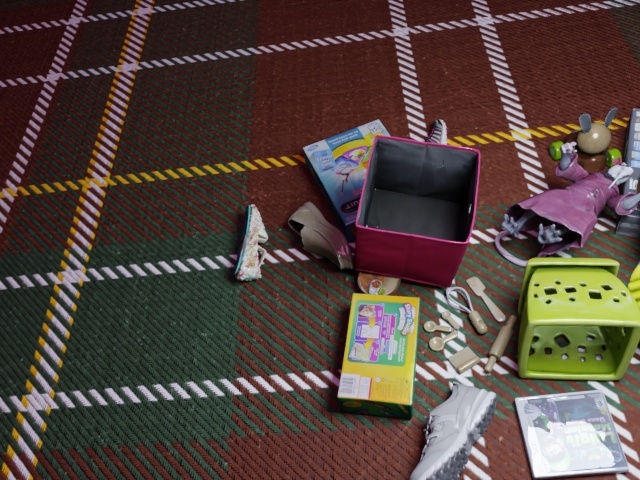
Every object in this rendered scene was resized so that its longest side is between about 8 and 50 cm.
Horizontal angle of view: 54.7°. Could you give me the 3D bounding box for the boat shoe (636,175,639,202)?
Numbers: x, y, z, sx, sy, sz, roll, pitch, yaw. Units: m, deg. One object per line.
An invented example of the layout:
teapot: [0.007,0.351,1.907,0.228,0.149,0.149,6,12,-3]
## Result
boat shoe: [0.853,-0.097,1.483,0.123,0.123,0.342,28,50,-6]

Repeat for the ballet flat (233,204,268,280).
ballet flat: [-0.186,0.011,1.707,0.077,0.091,0.241,16,56,-16]

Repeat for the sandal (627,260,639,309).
sandal: [0.753,0.165,1.324,0.138,0.318,0.126,-32,19,-38]

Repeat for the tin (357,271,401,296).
tin: [0.166,0.076,1.613,0.106,0.040,0.190,12,56,23]

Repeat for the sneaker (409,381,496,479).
sneaker: [0.261,0.417,1.308,0.115,0.105,0.281,20,47,36]

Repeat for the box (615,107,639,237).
box: [0.964,-0.165,1.622,0.318,0.097,0.395,11,57,20]

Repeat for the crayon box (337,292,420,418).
crayon box: [0.142,0.262,1.445,0.165,0.081,0.279,3,53,12]

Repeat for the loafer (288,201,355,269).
loafer: [0.000,0.000,1.665,0.092,0.102,0.268,-30,45,-12]

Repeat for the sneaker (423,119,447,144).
sneaker: [0.337,-0.297,1.850,0.074,0.063,0.171,1,58,3]

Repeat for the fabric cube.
fabric cube: [0.229,-0.065,1.504,0.258,0.258,0.254,10,64,8]

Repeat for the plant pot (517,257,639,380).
plant pot: [0.552,0.163,1.367,0.228,0.227,0.207,0,47,11]

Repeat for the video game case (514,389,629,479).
video game case: [0.524,0.407,1.306,0.190,0.022,0.173,-7,52,5]

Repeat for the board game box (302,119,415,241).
board game box: [0.127,-0.183,1.790,0.253,0.079,0.336,-22,52,-7]

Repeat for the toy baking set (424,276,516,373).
toy baking set: [0.365,0.198,1.488,0.196,0.030,0.256,27,62,27]

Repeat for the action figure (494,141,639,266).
action figure: [0.654,-0.082,1.539,0.370,0.276,0.248,-30,59,-23]

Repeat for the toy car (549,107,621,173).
toy car: [0.736,-0.285,1.693,0.154,0.188,0.149,-14,52,-2]
